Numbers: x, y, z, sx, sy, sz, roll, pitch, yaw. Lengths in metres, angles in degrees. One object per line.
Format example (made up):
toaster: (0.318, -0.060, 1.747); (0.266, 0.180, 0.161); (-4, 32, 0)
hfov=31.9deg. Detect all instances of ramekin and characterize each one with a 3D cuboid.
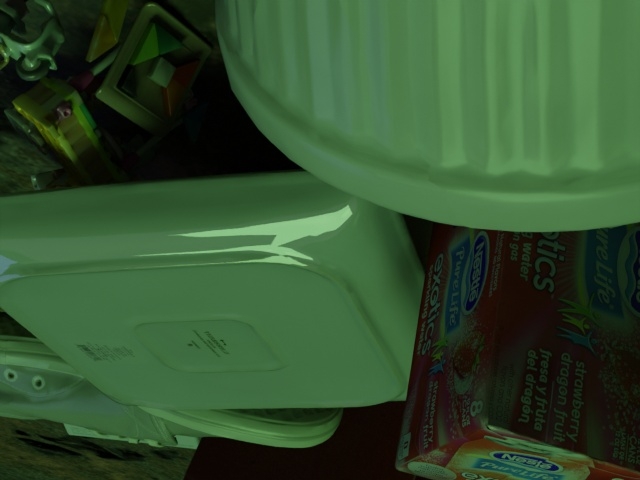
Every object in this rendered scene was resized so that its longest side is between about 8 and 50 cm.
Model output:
ramekin: (0.084, -0.143, 0.417); (0.272, 0.273, 0.127); (3, 141, 14)

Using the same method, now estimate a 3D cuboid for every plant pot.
plant pot: (0.002, 0.252, 1.239); (0.235, 0.267, 0.267); (17, 155, 15)

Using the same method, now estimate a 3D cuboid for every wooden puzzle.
wooden puzzle: (-0.109, -0.112, 0.742); (0.014, 0.079, 0.116); (26, -178, 40)

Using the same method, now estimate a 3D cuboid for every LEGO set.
LEGO set: (-0.159, -0.084, 0.829); (0.132, 0.107, 0.287); (42, 163, 15)

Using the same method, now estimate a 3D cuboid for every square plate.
square plate: (-0.081, 0.062, 0.855); (0.343, 0.049, 0.347); (-4, 150, 16)

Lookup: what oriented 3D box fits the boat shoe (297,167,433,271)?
boat shoe: (0.000, 0.000, 0.904); (0.285, 0.103, 0.092); (-9, 160, 28)

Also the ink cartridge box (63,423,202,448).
ink cartridge box: (-0.249, 0.165, 1.386); (0.189, 0.066, 0.232); (4, 132, 14)

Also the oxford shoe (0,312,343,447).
oxford shoe: (-0.189, 0.143, 1.148); (0.449, 0.169, 0.130); (9, 117, 16)

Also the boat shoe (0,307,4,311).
boat shoe: (-0.340, -0.002, 1.014); (0.098, 0.109, 0.302); (2, 158, 5)

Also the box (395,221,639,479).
box: (0.143, 0.032, 0.725); (0.122, 0.257, 0.128); (18, 152, -13)
